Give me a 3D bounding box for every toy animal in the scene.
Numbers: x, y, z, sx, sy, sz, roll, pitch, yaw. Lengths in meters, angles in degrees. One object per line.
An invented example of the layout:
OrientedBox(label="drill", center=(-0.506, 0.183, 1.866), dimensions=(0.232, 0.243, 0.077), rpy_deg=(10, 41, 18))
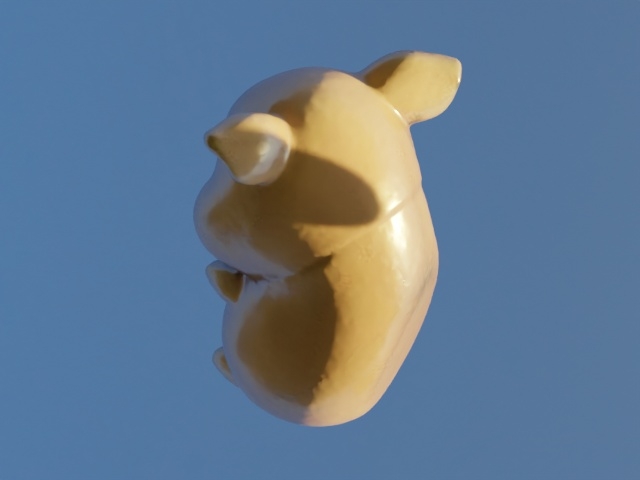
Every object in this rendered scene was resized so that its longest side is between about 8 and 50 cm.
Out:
OrientedBox(label="toy animal", center=(-0.001, 0.006, 0.932), dimensions=(0.154, 0.166, 0.250), rpy_deg=(20, -49, 30))
